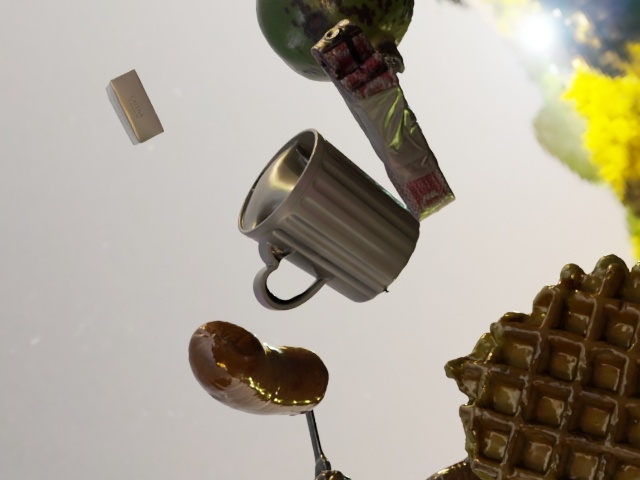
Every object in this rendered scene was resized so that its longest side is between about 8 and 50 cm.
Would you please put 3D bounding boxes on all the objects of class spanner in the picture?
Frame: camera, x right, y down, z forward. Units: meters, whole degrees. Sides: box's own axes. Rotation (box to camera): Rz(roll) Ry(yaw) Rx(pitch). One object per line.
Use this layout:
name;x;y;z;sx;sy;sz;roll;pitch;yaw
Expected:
spanner;-0.015;0.277;2.201;0.015;0.054;0.254;7;-138;-20

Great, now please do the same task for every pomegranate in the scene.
pomegranate;0.029;-0.342;2.067;0.270;0.254;0.254;55;-167;24

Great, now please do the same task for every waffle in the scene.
waffle;0.264;0.155;1.291;0.301;0.281;0.058;38;175;31

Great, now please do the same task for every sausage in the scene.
sausage;-0.086;0.167;1.812;0.270;0.109;0.109;32;-149;-62

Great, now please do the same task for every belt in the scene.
belt;0.066;-0.105;1.321;0.232;0.053;0.071;56;179;-41

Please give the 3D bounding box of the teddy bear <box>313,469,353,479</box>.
teddy bear;0.036;0.319;1.255;0.140;0.177;0.190;-46;-32;-48

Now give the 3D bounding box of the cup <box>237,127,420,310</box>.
cup;-0.001;-0.007;1.905;0.202;0.221;0.167;35;-169;-20

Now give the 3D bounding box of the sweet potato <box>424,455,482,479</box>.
sweet potato;0.153;0.254;1.466;0.068;0.226;0.068;54;160;30

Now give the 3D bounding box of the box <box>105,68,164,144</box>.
box;-0.229;-0.161;1.734;0.084;0.040;0.154;62;173;-8
